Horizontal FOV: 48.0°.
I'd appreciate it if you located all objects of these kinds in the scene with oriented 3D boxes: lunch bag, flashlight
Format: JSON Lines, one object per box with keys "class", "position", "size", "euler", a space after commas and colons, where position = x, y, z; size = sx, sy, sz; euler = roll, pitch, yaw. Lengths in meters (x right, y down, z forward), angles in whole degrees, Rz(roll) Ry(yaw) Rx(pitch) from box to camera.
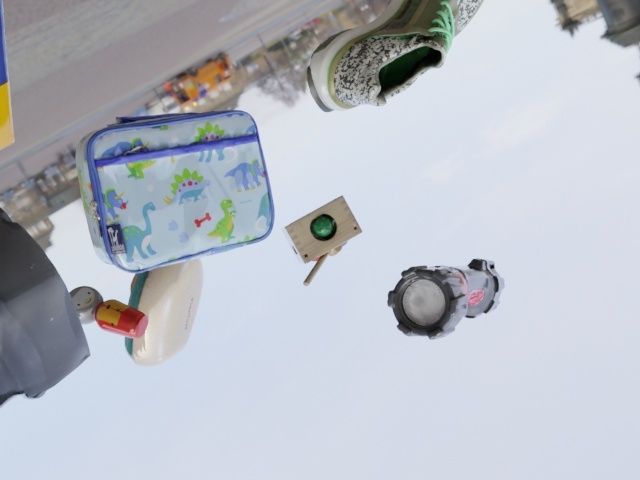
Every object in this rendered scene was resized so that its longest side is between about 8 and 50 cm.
{"class": "lunch bag", "position": [-0.170, -0.065, 0.851], "size": [0.218, 0.176, 0.090], "euler": [-12, -170, -29]}
{"class": "flashlight", "position": [0.200, 0.086, 1.068], "size": [0.103, 0.103, 0.304], "euler": [-32, 164, 22]}

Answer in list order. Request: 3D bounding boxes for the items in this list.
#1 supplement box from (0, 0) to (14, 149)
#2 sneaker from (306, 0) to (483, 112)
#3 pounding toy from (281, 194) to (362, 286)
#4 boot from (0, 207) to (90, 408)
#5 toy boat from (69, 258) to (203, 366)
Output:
{"class": "supplement box", "position": [-0.477, -0.124, 0.622], "size": [0.356, 0.195, 0.194], "euler": [-48, 164, -43]}
{"class": "sneaker", "position": [0.180, -0.345, 1.263], "size": [0.410, 0.158, 0.182], "euler": [-41, -137, -14]}
{"class": "pounding toy", "position": [0.000, 0.000, 1.206], "size": [0.130, 0.100, 0.141], "euler": [-29, -177, -6]}
{"class": "boot", "position": [-0.389, 0.103, 0.328], "size": [0.366, 0.146, 0.445], "euler": [11, -141, 44]}
{"class": "toy boat", "position": [-0.339, 0.115, 1.353], "size": [0.148, 0.268, 0.318], "euler": [17, -173, 13]}
